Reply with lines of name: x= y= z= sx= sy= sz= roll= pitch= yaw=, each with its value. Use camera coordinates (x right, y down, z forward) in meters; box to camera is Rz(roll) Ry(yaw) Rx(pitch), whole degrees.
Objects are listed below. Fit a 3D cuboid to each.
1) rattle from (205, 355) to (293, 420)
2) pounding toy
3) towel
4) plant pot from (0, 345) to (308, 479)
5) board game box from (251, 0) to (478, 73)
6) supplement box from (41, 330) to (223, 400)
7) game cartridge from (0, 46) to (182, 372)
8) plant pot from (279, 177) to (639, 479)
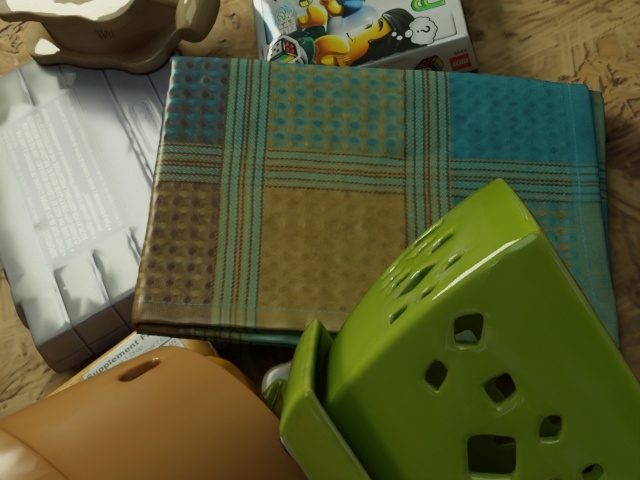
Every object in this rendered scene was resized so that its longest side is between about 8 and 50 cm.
rattle: x=0.029 y=0.106 z=1.046 sx=0.200 sy=0.142 sz=0.130 roll=-7 pitch=37 yaw=23
pounding toy: x=-0.192 y=-0.260 z=1.278 sx=0.270 sy=0.155 sz=0.154 roll=9 pitch=62 yaw=29
towel: x=0.048 y=-0.029 z=1.118 sx=0.370 sy=0.040 sz=0.271 roll=4 pitch=59 yaw=1
plant pot: x=-0.124 y=0.210 z=0.960 sx=0.291 sy=0.291 sz=0.203 roll=32 pitch=57 yaw=33
board game box: x=0.028 y=-0.264 z=1.331 sx=0.193 sy=0.053 sz=0.305 roll=-15 pitch=55 yaw=9
supplement box: x=-0.178 y=0.157 z=1.119 sx=0.233 sy=0.078 sz=0.080 roll=-35 pitch=51 yaw=-5
game cartridge: x=-0.197 y=-0.060 z=1.263 sx=0.230 sy=0.068 sz=0.355 roll=-32 pitch=47 yaw=3
plant pot: x=0.102 y=0.116 z=0.921 sx=0.207 sy=0.227 sz=0.228 roll=-33 pitch=98 yaw=6
